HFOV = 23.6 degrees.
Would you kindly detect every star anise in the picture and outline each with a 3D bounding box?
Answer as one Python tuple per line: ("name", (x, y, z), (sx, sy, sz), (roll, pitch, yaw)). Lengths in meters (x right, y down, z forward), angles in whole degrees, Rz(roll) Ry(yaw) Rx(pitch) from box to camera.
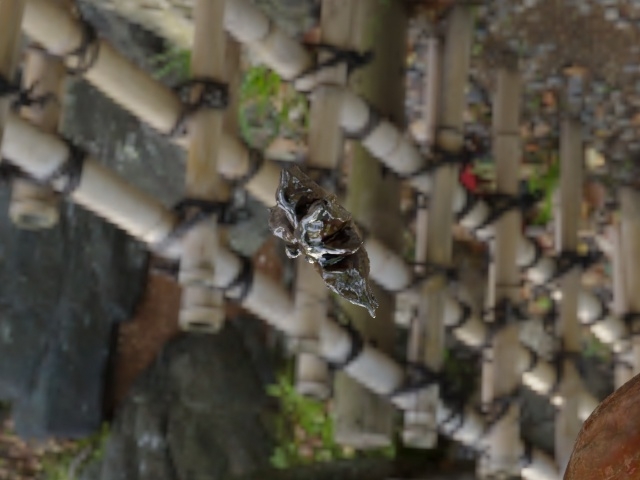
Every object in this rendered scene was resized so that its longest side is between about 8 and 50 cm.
("star anise", (-0.007, -0.007, 1.160), (0.129, 0.056, 0.124), (37, 158, 54))

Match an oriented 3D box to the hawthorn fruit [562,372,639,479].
("hawthorn fruit", (0.189, 0.108, 0.751), (0.149, 0.189, 0.149), (1, -169, 0))
